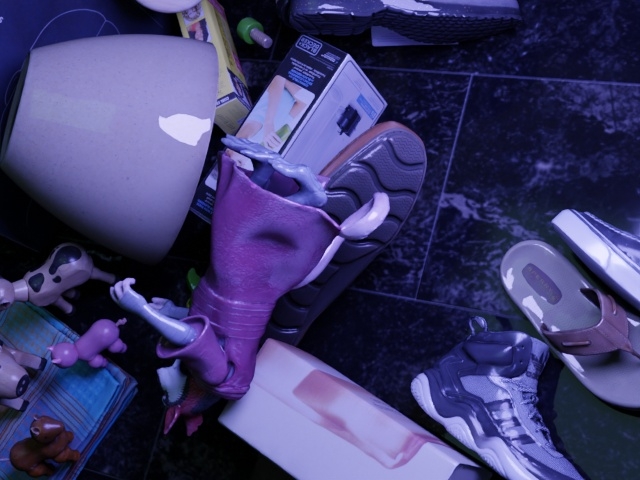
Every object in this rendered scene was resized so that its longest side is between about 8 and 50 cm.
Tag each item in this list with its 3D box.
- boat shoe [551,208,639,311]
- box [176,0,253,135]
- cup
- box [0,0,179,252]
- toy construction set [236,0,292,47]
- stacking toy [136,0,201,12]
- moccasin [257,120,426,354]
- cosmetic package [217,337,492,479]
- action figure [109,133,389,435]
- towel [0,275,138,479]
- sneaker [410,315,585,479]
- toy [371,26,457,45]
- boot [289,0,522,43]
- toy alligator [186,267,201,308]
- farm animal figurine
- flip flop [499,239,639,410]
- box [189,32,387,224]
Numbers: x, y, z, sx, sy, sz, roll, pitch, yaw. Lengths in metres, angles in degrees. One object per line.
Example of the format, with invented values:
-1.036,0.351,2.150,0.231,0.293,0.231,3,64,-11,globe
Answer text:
0.409,0.042,1.192,0.301,0.108,0.102,41,92,28,boat shoe
-0.164,-0.281,1.588,0.058,0.087,0.232,-25,62,13,box
-0.309,-0.153,1.430,0.331,0.237,0.331,-165,90,-69,cup
-0.530,-0.304,1.538,0.297,0.480,0.471,29,85,31,box
-0.079,-0.501,1.515,0.257,0.308,0.237,-32,46,-18,toy construction set
-0.222,-0.446,1.575,0.141,0.141,0.330,-34,20,10,stacking toy
0.003,0.001,1.362,0.380,0.139,0.147,-59,18,18,moccasin
0.041,0.254,1.261,0.296,0.153,0.129,31,88,29,cosmetic package
-0.095,0.071,1.240,0.276,0.248,0.370,17,99,2,action figure
-0.477,0.235,1.575,0.370,0.040,0.271,32,86,31,towel
0.242,0.198,1.213,0.268,0.101,0.153,37,92,33,sneaker
0.140,-0.405,1.481,0.137,0.056,0.237,4,109,27,toy
0.114,-0.390,1.372,0.338,0.118,0.222,2,82,-19,boot
-0.158,0.128,1.459,0.051,0.056,0.189,-1,65,-18,toy alligator
-0.456,0.163,1.470,0.327,0.172,0.330,-3,69,25,farm animal figurine
0.317,0.095,1.229,0.112,0.080,0.277,-44,60,5,flip flop
-0.042,-0.121,1.427,0.087,0.169,0.290,32,86,28,box
